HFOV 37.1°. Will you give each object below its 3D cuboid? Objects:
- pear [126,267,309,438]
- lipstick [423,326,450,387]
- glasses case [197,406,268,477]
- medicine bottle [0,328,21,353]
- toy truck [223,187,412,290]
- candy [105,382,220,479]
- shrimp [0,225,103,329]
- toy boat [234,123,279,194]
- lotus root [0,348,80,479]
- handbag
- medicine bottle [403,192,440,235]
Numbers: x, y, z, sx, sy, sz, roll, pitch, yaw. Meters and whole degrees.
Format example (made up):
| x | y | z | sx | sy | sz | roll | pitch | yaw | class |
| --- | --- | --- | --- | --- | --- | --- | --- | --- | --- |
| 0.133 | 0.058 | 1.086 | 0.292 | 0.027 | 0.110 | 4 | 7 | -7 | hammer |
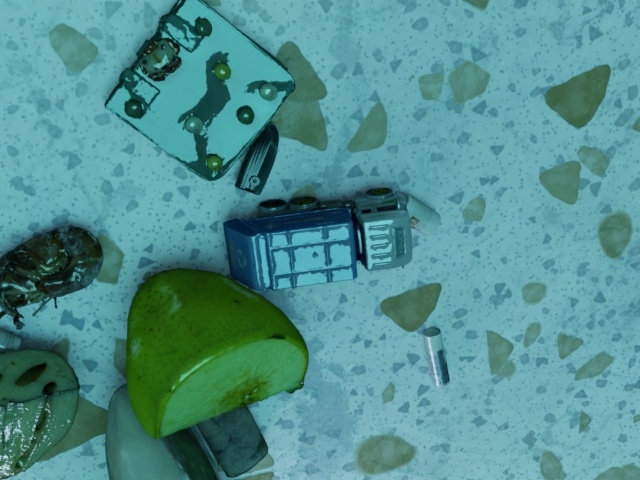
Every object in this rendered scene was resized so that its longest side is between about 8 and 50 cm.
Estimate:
| x | y | z | sx | sy | sz | roll | pitch | yaw | class |
| --- | --- | --- | --- | --- | --- | --- | --- | --- | --- |
| -0.226 | 0.170 | 1.812 | 0.342 | 0.318 | 0.238 | -15 | 134 | -32 | pear |
| 0.259 | 0.262 | 2.119 | 0.040 | 0.040 | 0.141 | -17 | 115 | -7 | lipstick |
| -0.215 | 0.361 | 2.018 | 0.114 | 0.060 | 0.299 | -36 | 118 | -21 | glasses case |
| -0.631 | 0.197 | 1.852 | 0.089 | 0.052 | 0.052 | 28 | 103 | -23 | medicine bottle |
| 0.000 | 0.000 | 1.860 | 0.367 | 0.175 | 0.146 | -9 | 112 | -4 | toy truck |
| -0.303 | 0.477 | 1.886 | 0.186 | 0.386 | 0.427 | -22 | 97 | 1 | candy |
| -0.565 | 0.088 | 1.792 | 0.343 | 0.116 | 0.145 | -26 | 92 | 0 | shrimp |
| -0.116 | -0.159 | 1.838 | 0.055 | 0.060 | 0.141 | 19 | 99 | -20 | toy boat |
| -0.619 | 0.344 | 1.861 | 0.267 | 0.149 | 0.260 | -10 | 141 | -26 | lotus root |
| -0.216 | -0.268 | 1.741 | 0.274 | 0.100 | 0.268 | 37 | 100 | -25 | handbag |
| 0.197 | -0.053 | 1.962 | 0.089 | 0.057 | 0.057 | 30 | 102 | -24 | medicine bottle |
